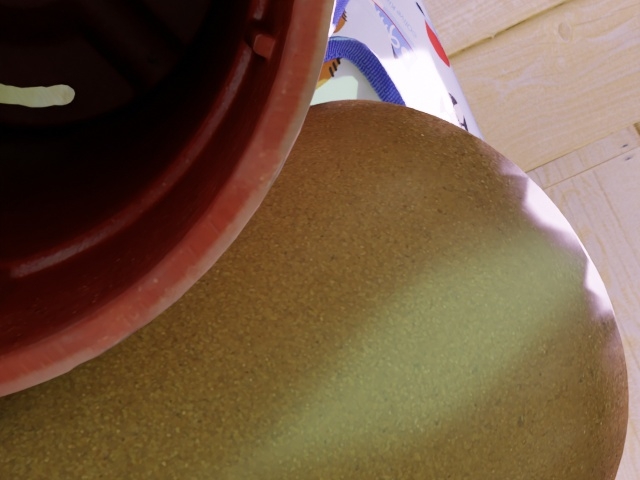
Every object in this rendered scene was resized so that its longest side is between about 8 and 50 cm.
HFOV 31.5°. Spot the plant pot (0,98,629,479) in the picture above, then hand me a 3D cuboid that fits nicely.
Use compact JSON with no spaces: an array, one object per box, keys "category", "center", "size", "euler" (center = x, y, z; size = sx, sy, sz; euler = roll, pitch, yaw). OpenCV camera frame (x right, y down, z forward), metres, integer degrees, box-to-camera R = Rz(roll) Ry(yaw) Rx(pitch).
[{"category":"plant pot","center":[-0.042,0.090,0.434],"size":[0.254,0.237,0.237],"euler":[-28,94,-49]}]

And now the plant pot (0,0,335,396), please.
[{"category":"plant pot","center":[-0.134,-0.114,0.415],"size":[0.272,0.272,0.265],"euler":[62,5,-14]}]

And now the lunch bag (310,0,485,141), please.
[{"category":"lunch bag","center":[0.000,0.000,0.793],"size":[0.328,0.239,0.385],"euler":[60,29,-23]}]
